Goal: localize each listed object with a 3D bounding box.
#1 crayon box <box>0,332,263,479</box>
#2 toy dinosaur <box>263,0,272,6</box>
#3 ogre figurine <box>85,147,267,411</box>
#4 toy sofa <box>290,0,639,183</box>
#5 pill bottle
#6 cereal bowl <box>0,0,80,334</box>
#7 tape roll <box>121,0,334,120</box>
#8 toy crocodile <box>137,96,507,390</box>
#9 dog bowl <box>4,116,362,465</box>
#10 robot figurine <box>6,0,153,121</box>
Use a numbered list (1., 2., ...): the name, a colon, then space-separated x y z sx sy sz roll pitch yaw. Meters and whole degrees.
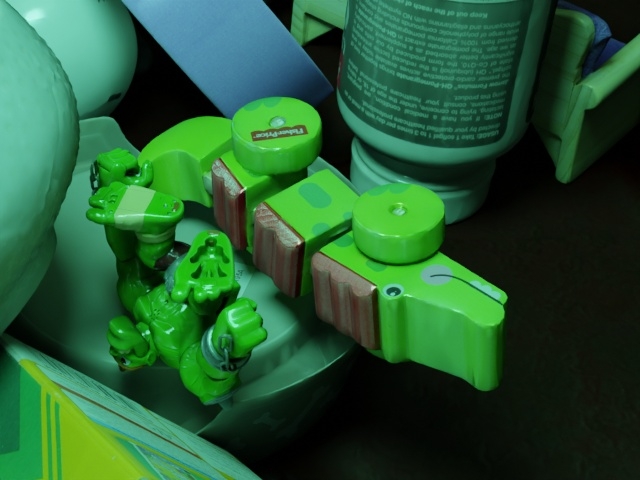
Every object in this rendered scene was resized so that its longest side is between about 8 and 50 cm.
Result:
1. crayon box: -0.082 0.168 0.845 0.203 0.083 0.323 33 -5 -30
2. toy dinosaur: -0.133 -0.269 1.541 0.313 0.121 0.160 -4 26 1
3. ogre figurine: -0.096 0.035 0.994 0.197 0.118 0.097 29 49 26
4. toy sofa: 0.151 -0.226 1.456 0.362 0.177 0.150 29 45 26
5. pill bottle: 0.106 -0.174 1.273 0.176 0.318 0.176 4 39 -3
6. cereal bowl: -0.274 0.009 0.948 0.141 0.339 0.339 45 36 -20
7. tape roll: -0.109 -0.208 1.324 0.090 0.275 0.275 -42 50 3
8. toy crocodile: 0.000 0.000 1.055 0.105 0.115 0.340 -31 50 -29
9. dog bowl: -0.123 0.040 1.156 0.349 0.102 0.349 4 40 -3
10. robot figurine: -0.282 -0.207 1.380 0.209 0.173 0.278 -29 49 -13
